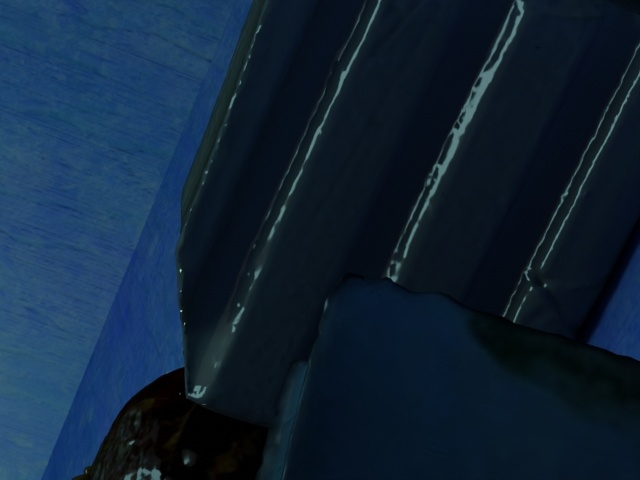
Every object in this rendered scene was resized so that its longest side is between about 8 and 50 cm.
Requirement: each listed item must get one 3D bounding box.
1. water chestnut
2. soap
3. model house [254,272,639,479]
[{"bbox_3d":[-0.115,0.273,1.829,0.347,0.335,0.335,-2,60,27],"label":"water chestnut"},{"bbox_3d":[0.061,-0.047,1.596,0.213,0.350,0.435,-112,41,-67],"label":"soap"},{"bbox_3d":[0.068,0.274,1.325,0.339,0.297,0.360,121,164,-59],"label":"model house"}]
